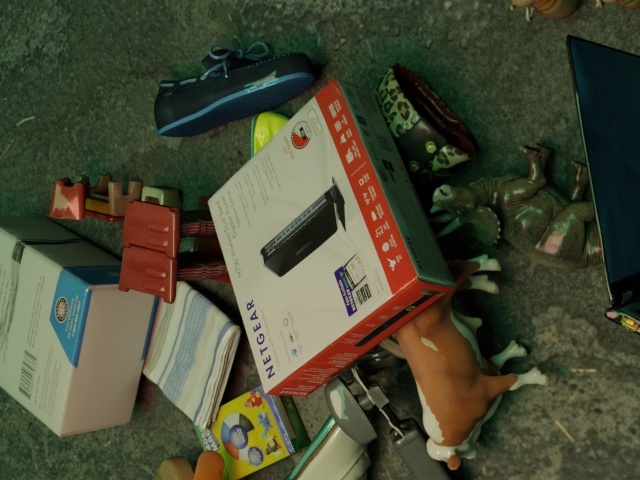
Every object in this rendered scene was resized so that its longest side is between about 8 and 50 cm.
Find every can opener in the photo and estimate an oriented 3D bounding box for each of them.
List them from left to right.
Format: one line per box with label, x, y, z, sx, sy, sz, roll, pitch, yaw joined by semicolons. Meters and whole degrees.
can opener;0.111;0.306;1.399;0.095;0.076;0.283;-34;96;4

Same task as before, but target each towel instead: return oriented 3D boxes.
towel;-0.253;0.181;1.700;0.285;0.034;0.209;33;111;41

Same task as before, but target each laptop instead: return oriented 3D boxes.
laptop;0.456;-0.017;1.005;0.408;0.382;0.236;30;111;30

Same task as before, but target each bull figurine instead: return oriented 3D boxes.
bull figurine;0.195;0.166;1.323;0.188;0.101;0.310;-26;105;-5

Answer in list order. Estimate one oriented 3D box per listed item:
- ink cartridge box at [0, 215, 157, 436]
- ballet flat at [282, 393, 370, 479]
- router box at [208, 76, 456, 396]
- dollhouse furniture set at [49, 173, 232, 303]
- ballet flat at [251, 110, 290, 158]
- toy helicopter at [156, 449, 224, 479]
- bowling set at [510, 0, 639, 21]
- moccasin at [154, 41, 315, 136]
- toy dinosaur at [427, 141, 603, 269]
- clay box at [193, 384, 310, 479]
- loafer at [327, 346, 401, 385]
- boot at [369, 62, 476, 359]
ink cartridge box;-0.506;0.144;1.801;0.395;0.166;0.286;25;107;38
ballet flat;-0.004;0.403;1.535;0.139;0.139;0.400;48;122;22
router box;0.000;0.000;1.325;0.301;0.082;0.336;-41;54;31
dollhouse furniture set;-0.325;-0.013;1.664;0.374;0.201;0.152;12;101;33
ballet flat;-0.079;-0.095;1.568;0.077;0.077;0.231;7;96;18
toy helicopter;-0.203;0.510;1.574;0.355;0.140;0.235;63;140;40
bowling set;0.388;-0.364;1.163;0.200;0.154;0.287;38;114;27
moccasin;-0.163;-0.262;1.572;0.342;0.137;0.117;-12;82;34
toy dinosaur;0.307;-0.032;1.287;0.313;0.121;0.160;24;107;4
clay box;-0.131;0.338;1.648;0.222;0.053;0.127;-33;75;32
loafer;0.026;0.193;1.517;0.267;0.096;0.084;-5;111;42
boot;0.113;-0.044;1.401;0.284;0.138;0.377;-45;64;29
